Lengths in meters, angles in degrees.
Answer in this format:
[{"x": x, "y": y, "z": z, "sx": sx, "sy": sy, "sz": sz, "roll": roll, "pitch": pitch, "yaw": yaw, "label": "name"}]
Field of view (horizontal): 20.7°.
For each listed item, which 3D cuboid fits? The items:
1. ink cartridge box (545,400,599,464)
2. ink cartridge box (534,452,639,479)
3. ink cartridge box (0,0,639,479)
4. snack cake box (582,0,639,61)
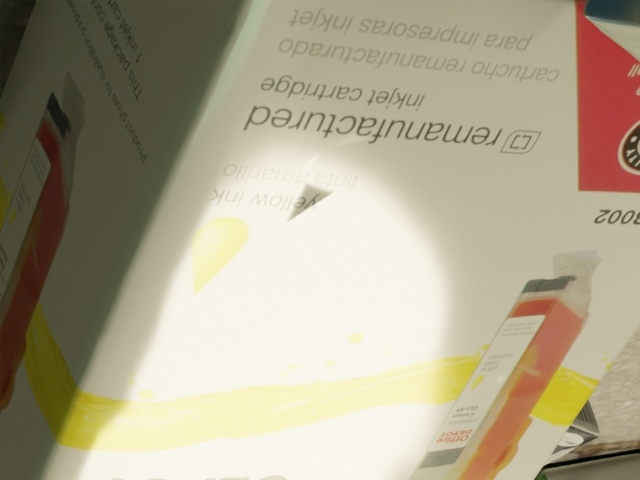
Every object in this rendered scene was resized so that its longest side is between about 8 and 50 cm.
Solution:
[{"x": 0.025, "y": 0.178, "z": 1.292, "sx": 0.333, "sy": 0.065, "sz": 0.165, "roll": -33, "pitch": 148, "yaw": 27, "label": "ink cartridge box"}, {"x": 0.230, "y": 0.338, "z": 1.527, "sx": 0.117, "sy": 0.201, "sz": 0.278, "roll": -8, "pitch": 150, "yaw": -18, "label": "ink cartridge box"}, {"x": 0.000, "y": 0.000, "z": 0.793, "sx": 0.279, "sy": 0.160, "sz": 0.384, "roll": 2, "pitch": 132, "yaw": -32, "label": "ink cartridge box"}, {"x": 0.204, "y": -0.165, "z": 0.615, "sx": 0.089, "sy": 0.264, "sz": 0.152, "roll": 17, "pitch": 175, "yaw": 41, "label": "snack cake box"}]
